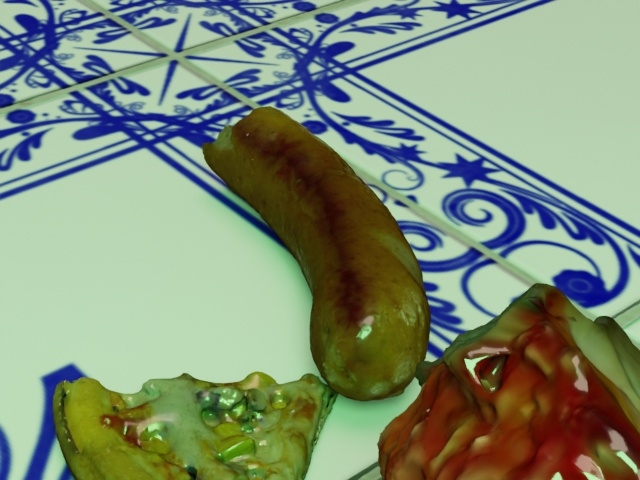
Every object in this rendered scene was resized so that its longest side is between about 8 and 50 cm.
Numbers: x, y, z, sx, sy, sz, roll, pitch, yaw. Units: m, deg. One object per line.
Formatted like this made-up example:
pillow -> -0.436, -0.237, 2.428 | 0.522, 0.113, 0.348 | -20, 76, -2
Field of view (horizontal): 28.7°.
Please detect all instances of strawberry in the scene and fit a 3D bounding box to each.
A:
strawberry -> 0.146, 0.180, 0.511 | 0.265, 0.149, 0.336 | 29, 21, -54

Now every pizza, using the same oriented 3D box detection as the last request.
pizza -> -0.048, 0.120, 0.715 | 0.176, 0.036, 0.185 | -17, 41, -28

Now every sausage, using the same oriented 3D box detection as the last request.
sausage -> 0.005, 0.000, 0.855 | 0.103, 0.076, 0.302 | -1, 33, -24
